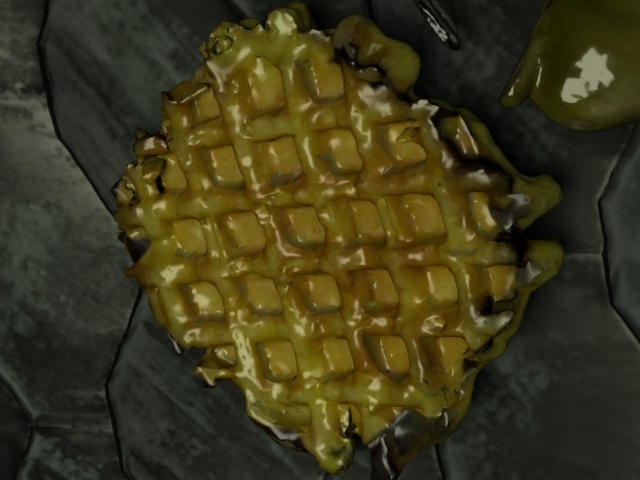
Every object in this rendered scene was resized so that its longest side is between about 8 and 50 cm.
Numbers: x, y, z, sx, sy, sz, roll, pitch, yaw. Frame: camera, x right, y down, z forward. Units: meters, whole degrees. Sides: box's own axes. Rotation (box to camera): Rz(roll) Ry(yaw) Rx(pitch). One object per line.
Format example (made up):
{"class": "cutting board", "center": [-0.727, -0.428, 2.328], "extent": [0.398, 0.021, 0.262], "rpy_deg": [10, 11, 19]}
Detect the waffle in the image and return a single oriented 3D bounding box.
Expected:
{"class": "waffle", "center": [0.000, 0.000, 1.385], "extent": [0.379, 0.095, 0.382], "rpy_deg": [41, 122, 9]}

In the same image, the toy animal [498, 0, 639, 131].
{"class": "toy animal", "center": [0.311, -0.110, 1.144], "extent": [0.363, 0.180, 0.181], "rpy_deg": [31, 124, 15]}

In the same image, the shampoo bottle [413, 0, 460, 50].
{"class": "shampoo bottle", "center": [0.151, -0.278, 1.234], "extent": [0.153, 0.071, 0.284], "rpy_deg": [40, 121, 4]}
